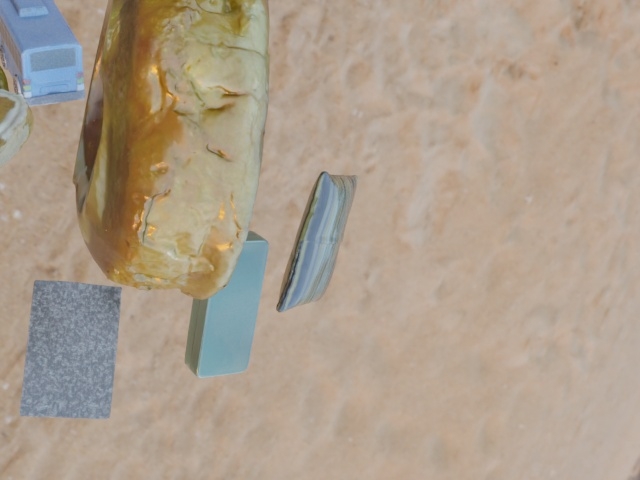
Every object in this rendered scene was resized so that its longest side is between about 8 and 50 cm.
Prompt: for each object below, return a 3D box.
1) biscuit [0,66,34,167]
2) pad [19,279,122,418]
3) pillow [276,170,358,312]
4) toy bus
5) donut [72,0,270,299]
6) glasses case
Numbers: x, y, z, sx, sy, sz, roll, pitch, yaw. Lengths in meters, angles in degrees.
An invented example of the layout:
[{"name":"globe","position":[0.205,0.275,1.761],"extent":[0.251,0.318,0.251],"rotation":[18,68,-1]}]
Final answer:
[{"name":"biscuit","position":[-0.566,-0.188,1.426],"extent":[0.287,0.343,0.057],"rotation":[-52,148,-36]},{"name":"pad","position":[-0.431,0.190,1.697],"extent":[0.158,0.003,0.235],"rotation":[7,83,-27]},{"name":"pillow","position":[0.000,0.000,1.442],"extent":[0.212,0.052,0.208],"rotation":[-5,115,-75]},{"name":"toy bus","position":[-0.499,-0.346,1.720],"extent":[0.116,0.234,0.134],"rotation":[-14,134,-24]},{"name":"donut","position":[-0.146,-0.114,0.905],"extent":[0.160,0.330,0.330],"rotation":[9,111,-28]},{"name":"glasses case","position":[-0.117,0.079,1.218],"extent":[0.077,0.039,0.184],"rotation":[-3,113,-35]}]
